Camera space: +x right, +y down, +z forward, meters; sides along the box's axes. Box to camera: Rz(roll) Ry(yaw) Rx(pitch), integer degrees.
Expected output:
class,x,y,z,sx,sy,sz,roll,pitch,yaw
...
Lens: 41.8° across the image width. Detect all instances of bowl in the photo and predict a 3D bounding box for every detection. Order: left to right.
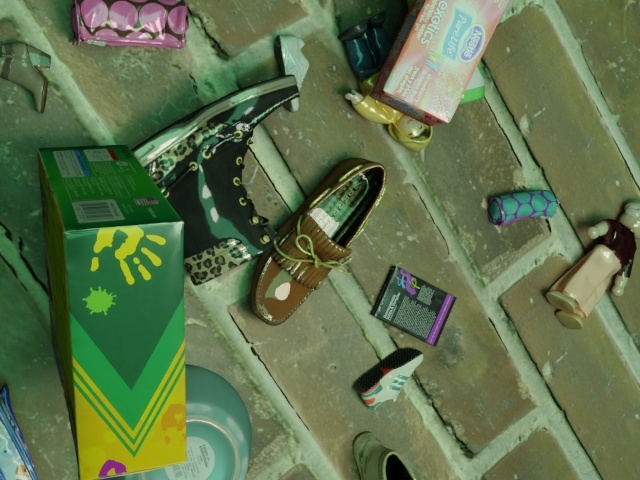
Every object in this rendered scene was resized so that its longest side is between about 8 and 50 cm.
class,x,y,z,sx,sy,sz,roll,pitch,yaw
bowl,-0.255,0.394,1.530,0.312,0.163,0.311,-1,93,-20

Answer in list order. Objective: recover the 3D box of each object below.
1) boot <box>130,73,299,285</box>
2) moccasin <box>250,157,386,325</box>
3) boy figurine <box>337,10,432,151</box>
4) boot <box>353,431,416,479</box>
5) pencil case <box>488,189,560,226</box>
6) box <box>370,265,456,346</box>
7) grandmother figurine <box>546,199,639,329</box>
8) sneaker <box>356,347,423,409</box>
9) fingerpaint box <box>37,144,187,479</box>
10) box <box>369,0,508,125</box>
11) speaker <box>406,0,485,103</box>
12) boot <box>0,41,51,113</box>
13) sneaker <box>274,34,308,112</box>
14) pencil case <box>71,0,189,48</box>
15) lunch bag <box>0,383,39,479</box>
class,x,y,z,sx,sy,sz,roll,pitch,yaw
boot,-0.159,-0.116,1.558,0.377,0.138,0.284,-31,101,-13
moccasin,0.002,0.002,1.619,0.139,0.147,0.380,46,77,-16
boy figurine,0.133,-0.305,1.689,0.177,0.092,0.285,-28,98,-20
boot,0.142,0.502,1.680,0.077,0.165,0.213,-20,97,-18
pencil case,0.442,-0.071,1.827,0.152,0.064,0.070,-8,70,-20
box,0.197,0.138,1.762,0.162,0.029,0.116,28,81,-21
grandmother figurine,0.649,0.035,1.899,0.342,0.104,0.207,-45,133,-16
sneaker,0.151,0.290,1.743,0.161,0.057,0.075,-33,120,-18
fingerpaint box,-0.327,0.082,1.296,0.163,0.445,0.371,-5,110,-21
box,0.227,-0.379,1.568,0.142,0.154,0.299,25,92,-8
speaker,0.251,-0.424,1.708,0.131,0.131,0.296,-16,98,-19
boot,-0.523,-0.288,1.470,0.087,0.042,0.118,7,88,-15
sneaker,-0.050,-0.327,1.638,0.061,0.054,0.152,-7,94,-23
pencil case,-0.340,-0.390,1.507,0.209,0.095,0.098,-3,62,-20
lunch bag,-0.621,0.363,1.417,0.243,0.115,0.303,-24,101,-20
